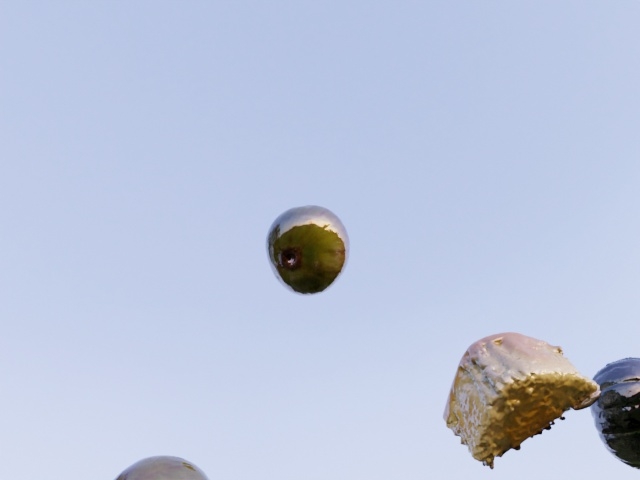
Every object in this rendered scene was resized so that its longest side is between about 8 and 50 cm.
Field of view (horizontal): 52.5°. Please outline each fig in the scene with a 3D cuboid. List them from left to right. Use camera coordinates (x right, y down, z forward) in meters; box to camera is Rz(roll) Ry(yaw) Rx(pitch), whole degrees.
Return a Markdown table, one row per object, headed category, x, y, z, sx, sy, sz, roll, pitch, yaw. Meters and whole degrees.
| category | x | y | z | sx | sy | sz | roll | pitch | yaw |
| --- | --- | --- | --- | --- | --- | --- | --- | --- | --- |
| fig | -0.130 | 0.291 | 0.654 | 0.124 | 0.124 | 0.236 | -28 | -33 | 8 |
| fig | 0.000 | 0.000 | 1.144 | 0.151 | 0.259 | 0.151 | 5 | -76 | 18 |

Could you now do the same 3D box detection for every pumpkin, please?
| category | x | y | z | sx | sy | sz | roll | pitch | yaw |
| --- | --- | --- | --- | --- | --- | --- | --- | --- | --- |
| pumpkin | 0.616 | 0.330 | 1.244 | 0.162 | 0.220 | 0.220 | -24 | -51 | 31 |

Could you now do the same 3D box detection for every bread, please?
| category | x | y | z | sx | sy | sz | roll | pitch | yaw |
| --- | --- | --- | --- | --- | --- | --- | --- | --- | --- |
| bread | 0.337 | 0.263 | 1.186 | 0.262 | 0.204 | 0.163 | -34 | -70 | -2 |
